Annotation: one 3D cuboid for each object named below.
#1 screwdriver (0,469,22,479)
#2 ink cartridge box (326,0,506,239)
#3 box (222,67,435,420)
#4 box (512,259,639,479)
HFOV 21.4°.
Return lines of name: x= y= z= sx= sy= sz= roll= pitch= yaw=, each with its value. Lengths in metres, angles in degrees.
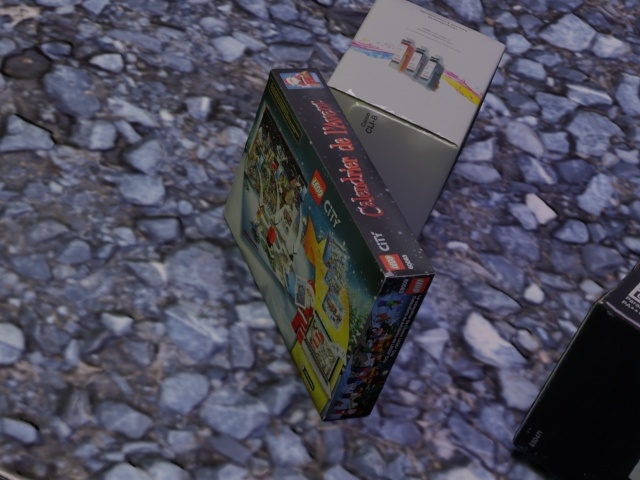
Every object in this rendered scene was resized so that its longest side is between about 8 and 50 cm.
screwdriver: x=-0.244 y=0.143 z=1.155 sx=0.170 sy=0.025 sz=0.024 roll=23 pitch=40 yaw=2
ink cartridge box: x=0.067 y=-0.107 z=1.492 sx=0.127 sy=0.128 sz=0.176 roll=25 pitch=41 yaw=4
box: x=0.000 y=0.000 z=1.319 sx=0.044 sy=0.159 sz=0.233 roll=-4 pitch=47 yaw=-28
box: x=0.364 y=0.123 z=1.326 sx=0.296 sy=0.182 sz=0.294 roll=37 pitch=43 yaw=15
